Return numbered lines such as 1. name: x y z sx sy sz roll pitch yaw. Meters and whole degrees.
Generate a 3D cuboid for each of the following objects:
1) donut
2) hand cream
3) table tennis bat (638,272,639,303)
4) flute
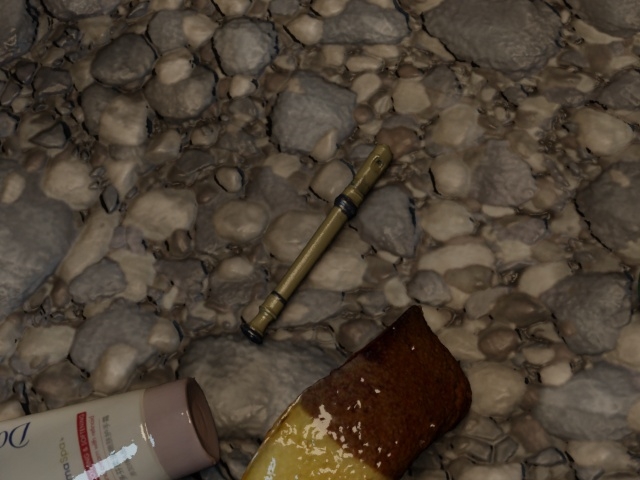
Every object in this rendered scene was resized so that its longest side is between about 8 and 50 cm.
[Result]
1. donut: 0.030 0.170 1.272 0.112 0.151 0.295 38 73 11
2. hand cream: -0.216 0.192 1.327 0.247 0.083 0.133 -20 64 6
3. table tennis bat: 0.381 0.084 1.335 0.160 0.039 0.257 -17 58 -3
4. flute: 0.000 0.000 1.420 0.027 0.027 0.233 29 70 18
